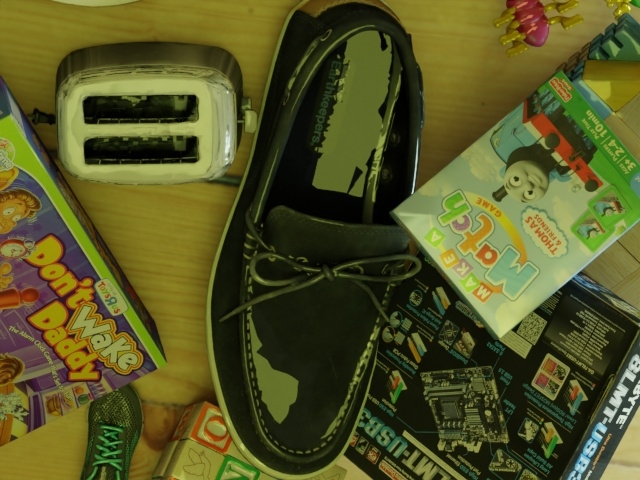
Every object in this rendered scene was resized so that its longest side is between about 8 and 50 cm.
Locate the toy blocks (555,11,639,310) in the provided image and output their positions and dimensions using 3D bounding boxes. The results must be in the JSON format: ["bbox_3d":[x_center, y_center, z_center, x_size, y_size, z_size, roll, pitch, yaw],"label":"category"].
[{"bbox_3d":[0.338,-0.106,1.886,0.261,0.191,0.381,43,120,-11],"label":"toy blocks"}]

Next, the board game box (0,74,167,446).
[{"bbox_3d":[-0.330,0.036,1.856,0.233,0.078,0.347,-27,128,1],"label":"board game box"}]

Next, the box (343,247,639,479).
[{"bbox_3d":[0.169,0.148,1.899,0.073,0.295,0.293,13,106,-46],"label":"box"}]

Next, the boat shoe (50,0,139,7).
[{"bbox_3d":[-0.262,-0.286,1.787,0.277,0.098,0.096,0,125,-33],"label":"boat shoe"}]

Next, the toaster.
[{"bbox_3d":[-0.177,-0.124,1.858,0.227,0.146,0.129,0,104,-6],"label":"toaster"}]

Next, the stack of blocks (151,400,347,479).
[{"bbox_3d":[-0.115,0.336,1.954,0.171,0.087,0.297,27,74,-12],"label":"stack of blocks"}]

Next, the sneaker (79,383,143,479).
[{"bbox_3d":[-0.220,0.229,1.983,0.065,0.076,0.166,6,104,-8],"label":"sneaker"}]

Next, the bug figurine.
[{"bbox_3d":[0.241,-0.307,1.891,0.279,0.072,0.216,-22,112,-4],"label":"bug figurine"}]

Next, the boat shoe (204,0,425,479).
[{"bbox_3d":[0.000,0.000,1.876,0.186,0.156,0.500,8,97,-16],"label":"boat shoe"}]

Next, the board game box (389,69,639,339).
[{"bbox_3d":[0.197,-0.033,1.802,0.211,0.039,0.160,-40,90,-4],"label":"board game box"}]
